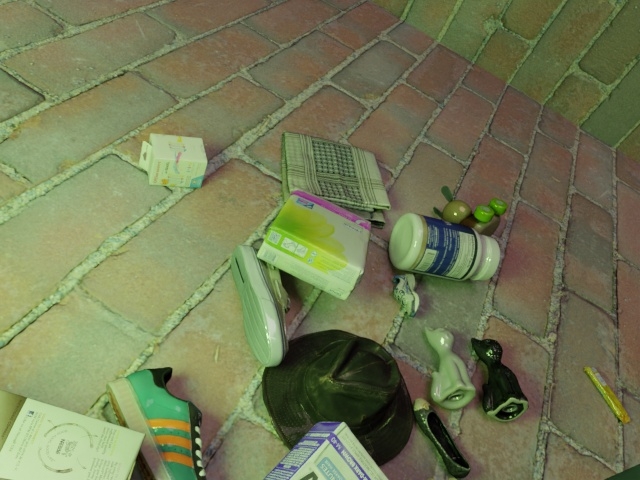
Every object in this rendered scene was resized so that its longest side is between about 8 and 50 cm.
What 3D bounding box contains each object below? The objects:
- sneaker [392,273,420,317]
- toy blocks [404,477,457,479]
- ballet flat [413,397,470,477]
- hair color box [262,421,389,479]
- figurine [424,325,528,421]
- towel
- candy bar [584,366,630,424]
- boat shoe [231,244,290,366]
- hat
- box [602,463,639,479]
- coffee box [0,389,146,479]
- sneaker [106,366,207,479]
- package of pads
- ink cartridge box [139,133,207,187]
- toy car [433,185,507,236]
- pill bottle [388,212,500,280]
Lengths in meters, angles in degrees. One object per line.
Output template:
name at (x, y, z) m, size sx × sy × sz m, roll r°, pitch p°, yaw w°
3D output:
sneaker at (0.206, 0.137, 1.302) m, size 0.058 × 0.052 × 0.135 m, roll 7°, pitch 39°, yaw -9°
toy blocks at (0.230, 0.498, 0.959) m, size 0.148 × 0.054 × 0.123 m, roll 10°, pitch 45°, yaw -21°
ballet flat at (0.248, 0.396, 1.070) m, size 0.058 × 0.049 × 0.173 m, roll -10°, pitch 55°, yaw -36°
hair color box at (-0.041, 0.443, 0.741) m, size 0.339 × 0.110 × 0.185 m, roll -39°, pitch 91°, yaw -29°
figurine at (0.344, 0.289, 1.208) m, size 0.215 × 0.092 × 0.209 m, roll 16°, pitch 36°, yaw -13°
towel at (0.040, -0.186, 1.510) m, size 0.313 × 0.056 × 0.324 m, roll 12°, pitch 46°, yaw -19°
candy bar at (0.740, 0.395, 1.358) m, size 0.040 × 0.018 × 0.161 m, roll -1°, pitch 50°, yaw -33°
boat shoe at (-0.110, 0.122, 1.098) m, size 0.094 × 0.109 × 0.302 m, roll 4°, pitch 46°, yaw -28°
hat at (0.062, 0.279, 1.021) m, size 0.332 × 0.134 × 0.331 m, roll 15°, pitch 45°, yaw -16°
box at (0.657, 0.657, 0.922) m, size 0.396 × 0.212 × 0.293 m, roll 35°, pitch 43°, yaw 7°
coffee box at (-0.411, 0.304, 0.716) m, size 0.297 × 0.168 × 0.118 m, roll 21°, pitch 43°, yaw -9°
sneaker at (-0.227, 0.328, 0.836) m, size 0.121 × 0.108 × 0.302 m, roll -19°, pitch 59°, yaw -34°
package of pads at (0.000, 0.000, 1.230) m, size 0.229 × 0.101 × 0.296 m, roll 27°, pitch 25°, yaw -3°
ink cartridge box at (-0.359, -0.192, 1.273) m, size 0.143 × 0.092 × 0.089 m, roll 0°, pitch 51°, yaw -27°
toy car at (0.420, -0.075, 1.551) m, size 0.149 × 0.155 × 0.188 m, roll -22°, pitch 50°, yaw -41°
pill bottle at (0.329, 0.025, 1.391) m, size 0.265 × 0.153 × 0.153 m, roll 12°, pitch 45°, yaw -19°
